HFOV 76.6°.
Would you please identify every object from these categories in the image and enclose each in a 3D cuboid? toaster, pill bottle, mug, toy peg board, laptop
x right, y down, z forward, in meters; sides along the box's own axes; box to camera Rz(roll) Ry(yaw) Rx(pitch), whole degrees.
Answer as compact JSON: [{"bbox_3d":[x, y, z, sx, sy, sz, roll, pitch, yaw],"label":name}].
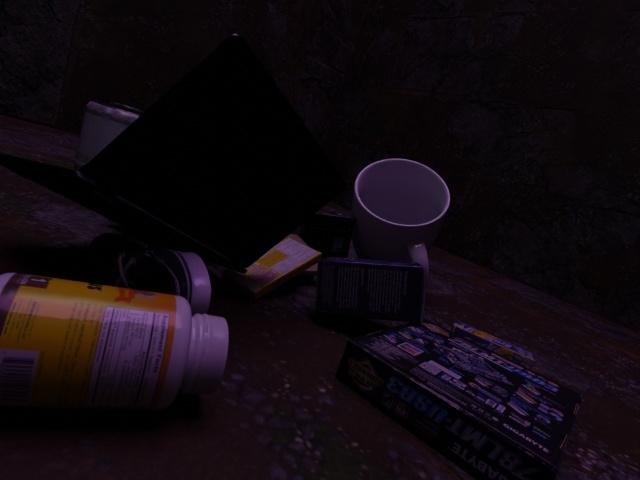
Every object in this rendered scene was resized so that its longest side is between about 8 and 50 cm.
[{"bbox_3d":[0.000,0.000,1.189,0.168,0.186,0.110,5,12,-23],"label":"toaster"},{"bbox_3d":[-0.208,0.105,0.403,0.215,0.117,0.117,14,11,-26],"label":"pill bottle"},{"bbox_3d":[0.239,-0.007,1.252,0.276,0.328,0.374,-10,53,-10],"label":"mug"},{"bbox_3d":[-0.088,0.057,1.029,0.161,0.079,0.160,4,33,-48],"label":"toy peg board"},{"bbox_3d":[-0.233,-0.117,0.715,0.408,0.236,0.382,14,-16,31],"label":"laptop"}]

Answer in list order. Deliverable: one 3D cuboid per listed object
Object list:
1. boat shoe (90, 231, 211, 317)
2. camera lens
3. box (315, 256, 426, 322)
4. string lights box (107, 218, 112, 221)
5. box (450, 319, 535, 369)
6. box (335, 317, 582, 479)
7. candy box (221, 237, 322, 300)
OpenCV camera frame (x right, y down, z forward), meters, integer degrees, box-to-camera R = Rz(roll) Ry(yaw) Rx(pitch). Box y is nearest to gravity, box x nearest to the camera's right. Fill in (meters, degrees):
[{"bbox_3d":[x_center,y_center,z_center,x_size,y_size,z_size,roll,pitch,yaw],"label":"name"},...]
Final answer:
[{"bbox_3d":[-0.276,0.047,0.623,0.102,0.108,0.301,7,12,-45],"label":"boat shoe"},{"bbox_3d":[-0.619,-0.277,1.245,0.219,0.274,0.219,18,10,-3],"label":"camera lens"},{"bbox_3d":[0.103,0.095,0.831,0.207,0.108,0.153,3,0,7],"label":"box"},{"bbox_3d":[-0.383,-0.087,1.031,0.133,0.077,0.259,10,12,23],"label":"string lights box"},{"bbox_3d":[0.356,0.233,0.861,0.169,0.059,0.054,22,10,22],"label":"box"},{"bbox_3d":[0.224,0.228,0.632,0.295,0.073,0.293,24,11,34],"label":"box"},{"bbox_3d":[-0.102,0.055,0.881,0.105,0.027,0.206,27,37,31],"label":"candy box"}]
